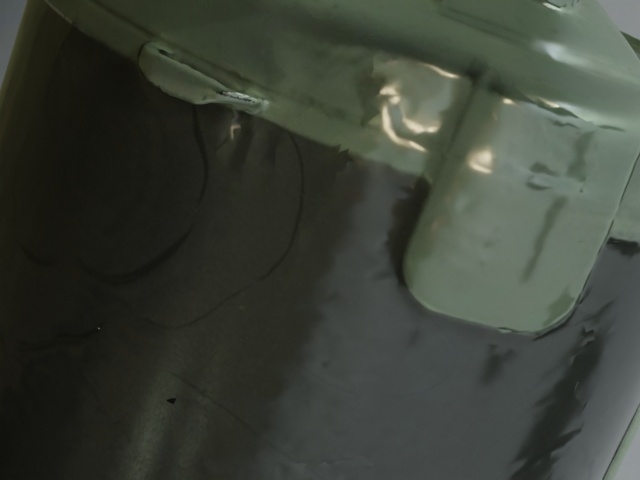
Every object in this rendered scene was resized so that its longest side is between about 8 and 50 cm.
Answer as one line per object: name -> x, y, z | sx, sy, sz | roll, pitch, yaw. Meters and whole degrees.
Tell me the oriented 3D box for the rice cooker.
rice cooker -> 0.002, -0.002, 0.508 | 0.288, 0.288, 0.277 | -113, -138, -71
